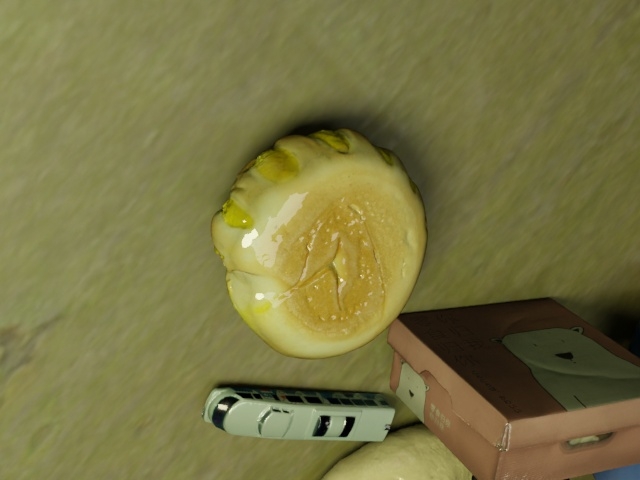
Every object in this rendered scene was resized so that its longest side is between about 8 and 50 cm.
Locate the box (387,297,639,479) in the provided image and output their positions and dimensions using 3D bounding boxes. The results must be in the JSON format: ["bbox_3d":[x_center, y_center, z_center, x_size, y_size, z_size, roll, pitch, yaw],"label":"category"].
[{"bbox_3d":[0.203,0.147,1.028,0.215,0.215,0.086,-5,114,-26],"label":"box"}]

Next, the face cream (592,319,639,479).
[{"bbox_3d":[0.456,0.197,1.171,0.249,0.249,0.225,0,113,-28],"label":"face cream"}]

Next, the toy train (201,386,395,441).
[{"bbox_3d":[-0.020,0.175,1.034,0.208,0.047,0.043,9,110,-33],"label":"toy train"}]

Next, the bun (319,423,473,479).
[{"bbox_3d":[0.107,0.342,1.130,0.287,0.146,0.287,-11,116,-22],"label":"bun"}]

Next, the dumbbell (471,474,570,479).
[{"bbox_3d":[0.218,0.225,1.089,0.100,0.191,0.100,6,111,16],"label":"dumbbell"}]

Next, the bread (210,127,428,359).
[{"bbox_3d":[0.000,0.000,0.912,0.213,0.105,0.213,-11,117,-23],"label":"bread"}]
